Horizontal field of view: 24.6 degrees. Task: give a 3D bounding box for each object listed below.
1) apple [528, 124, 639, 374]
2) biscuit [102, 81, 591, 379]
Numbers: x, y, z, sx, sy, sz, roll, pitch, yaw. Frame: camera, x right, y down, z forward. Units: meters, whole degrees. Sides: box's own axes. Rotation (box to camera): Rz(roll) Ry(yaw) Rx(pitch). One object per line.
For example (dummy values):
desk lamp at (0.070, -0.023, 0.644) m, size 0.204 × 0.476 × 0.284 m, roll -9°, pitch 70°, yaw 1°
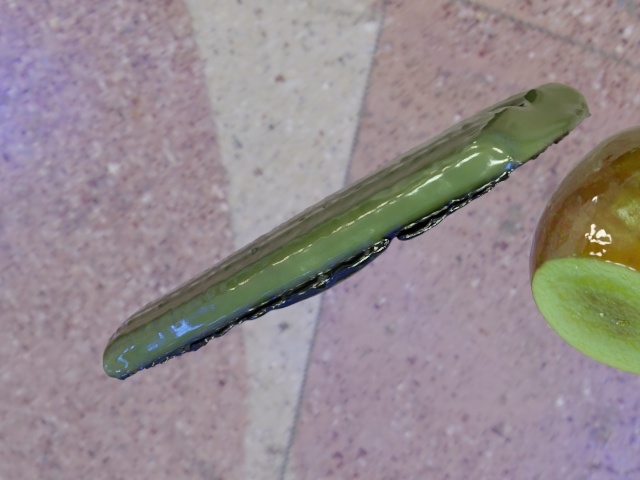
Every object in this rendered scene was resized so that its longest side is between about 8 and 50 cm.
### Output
apple at (0.221, 0.007, 0.940) m, size 0.147 × 0.163 × 0.146 m, roll 44°, pitch 172°, yaw 38°
biscuit at (0.000, 0.000, 0.762) m, size 0.322 × 0.099 × 0.038 m, roll -30°, pitch 95°, yaw 41°
